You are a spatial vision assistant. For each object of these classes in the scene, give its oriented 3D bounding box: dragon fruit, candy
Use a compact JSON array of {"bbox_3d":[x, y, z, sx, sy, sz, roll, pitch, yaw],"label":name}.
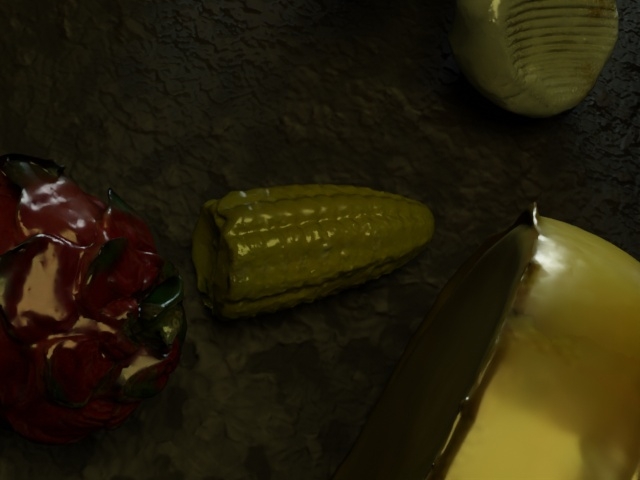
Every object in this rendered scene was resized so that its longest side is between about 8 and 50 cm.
[{"bbox_3d":[-0.211,0.038,0.788,0.274,0.192,0.193,18,87,31],"label":"dragon fruit"},{"bbox_3d":[0.000,0.000,0.896,0.199,0.106,0.094,-11,53,-21],"label":"candy"}]

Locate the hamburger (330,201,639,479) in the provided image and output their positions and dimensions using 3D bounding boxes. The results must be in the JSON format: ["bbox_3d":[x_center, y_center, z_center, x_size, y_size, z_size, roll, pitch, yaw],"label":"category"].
[{"bbox_3d":[0.156,0.199,0.700,0.277,0.396,0.396,29,68,0],"label":"hamburger"}]

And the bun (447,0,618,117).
[{"bbox_3d":[0.182,-0.198,0.996,0.183,0.102,0.183,-4,98,-36],"label":"bun"}]
